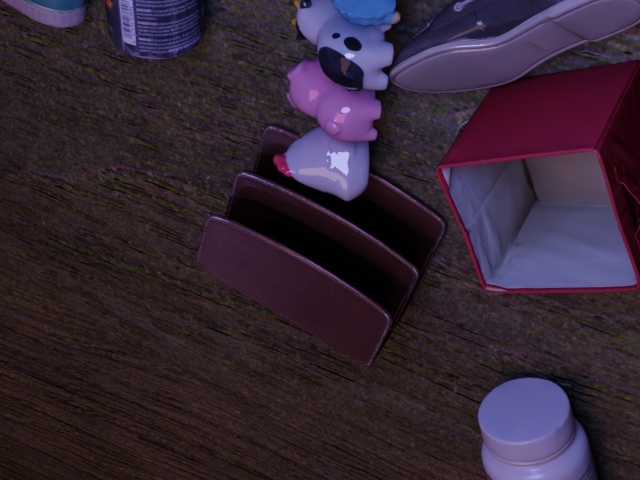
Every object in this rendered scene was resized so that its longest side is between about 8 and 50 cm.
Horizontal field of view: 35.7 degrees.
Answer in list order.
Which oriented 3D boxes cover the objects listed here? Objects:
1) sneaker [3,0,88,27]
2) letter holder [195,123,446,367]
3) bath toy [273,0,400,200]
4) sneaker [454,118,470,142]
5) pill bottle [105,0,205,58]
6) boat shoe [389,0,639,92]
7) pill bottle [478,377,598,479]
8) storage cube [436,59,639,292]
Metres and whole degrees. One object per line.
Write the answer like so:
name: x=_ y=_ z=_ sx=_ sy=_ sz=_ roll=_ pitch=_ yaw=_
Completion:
sneaker: x=-0.461 y=-0.416 z=1.402 sx=0.302 sy=0.108 sz=0.121 roll=23 pitch=137 yaw=4
letter holder: x=0.000 y=0.000 z=1.423 sx=0.301 sy=0.152 sz=0.214 roll=29 pitch=137 yaw=9
bath toy: x=0.011 y=-0.195 z=1.245 sx=0.129 sy=0.151 sz=0.348 roll=1 pitch=138 yaw=-5
sneaker: x=0.190 y=-0.137 z=1.250 sx=0.031 sy=0.035 sz=0.083 roll=37 pitch=139 yaw=2
pill bottle: x=-0.212 y=-0.364 z=1.251 sx=0.130 sy=0.130 sz=0.246 roll=22 pitch=136 yaw=17
boat shoe: x=0.216 y=-0.249 z=1.106 sx=0.112 sy=0.096 sz=0.335 roll=20 pitch=157 yaw=-39
pill bottle: x=0.335 y=0.355 z=1.506 sx=0.160 sy=0.160 sz=0.283 roll=2 pitch=128 yaw=34
storage cube: x=0.277 y=-0.069 z=1.133 sx=0.215 sy=0.193 sz=0.184 roll=-4 pitch=124 yaw=36
